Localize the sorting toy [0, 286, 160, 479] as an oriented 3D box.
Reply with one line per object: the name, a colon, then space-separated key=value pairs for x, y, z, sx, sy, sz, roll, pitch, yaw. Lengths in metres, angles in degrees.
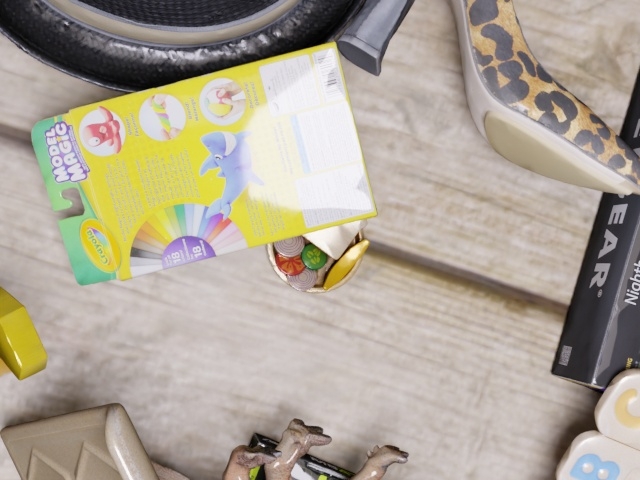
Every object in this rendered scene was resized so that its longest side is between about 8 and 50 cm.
sorting toy: x=-0.141 y=0.162 z=0.641 sx=0.041 sy=0.229 sz=0.307 roll=-27 pitch=94 yaw=-34

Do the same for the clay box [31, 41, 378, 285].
clay box: x=-0.081 y=-0.054 z=0.713 sx=0.222 sy=0.053 sz=0.127 roll=-13 pitch=101 yaw=3

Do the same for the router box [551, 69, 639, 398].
router box: x=0.348 y=0.000 z=0.794 sx=0.243 sy=0.081 sz=0.308 roll=19 pitch=86 yaw=-9

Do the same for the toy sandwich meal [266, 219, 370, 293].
toy sandwich meal: x=0.000 y=0.000 z=0.760 sx=0.086 sy=0.029 sz=0.085 roll=0 pitch=89 yaw=-10

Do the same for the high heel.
high heel: x=0.166 y=-0.160 z=0.747 sx=0.261 sy=0.093 sz=0.186 roll=31 pitch=79 yaw=3

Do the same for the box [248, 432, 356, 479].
box: x=-0.003 y=0.268 z=0.748 sx=0.184 sy=0.045 sz=0.190 roll=23 pitch=86 yaw=-6

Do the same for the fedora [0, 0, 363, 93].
fedora: x=-0.104 y=-0.257 z=0.686 sx=0.334 sy=0.152 sz=0.334 roll=0 pitch=89 yaw=-10

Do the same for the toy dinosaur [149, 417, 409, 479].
toy dinosaur: x=0.000 y=0.241 z=0.669 sx=0.296 sy=0.127 sz=0.200 roll=16 pitch=94 yaw=-3

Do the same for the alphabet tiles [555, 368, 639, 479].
alphabet tiles: x=0.309 y=0.215 z=0.761 sx=0.278 sy=0.021 sz=0.284 roll=24 pitch=107 yaw=-11
